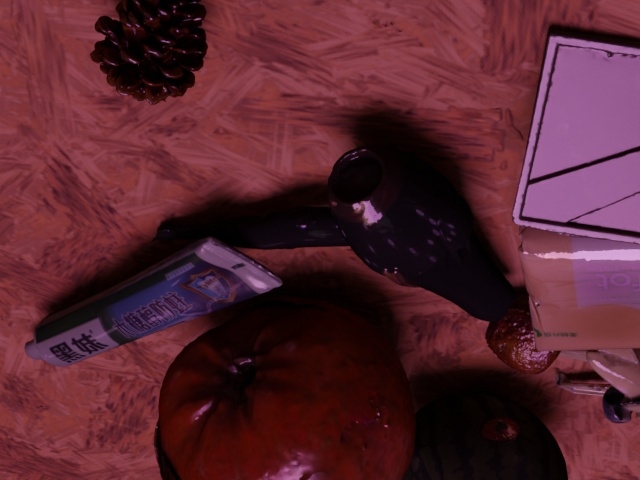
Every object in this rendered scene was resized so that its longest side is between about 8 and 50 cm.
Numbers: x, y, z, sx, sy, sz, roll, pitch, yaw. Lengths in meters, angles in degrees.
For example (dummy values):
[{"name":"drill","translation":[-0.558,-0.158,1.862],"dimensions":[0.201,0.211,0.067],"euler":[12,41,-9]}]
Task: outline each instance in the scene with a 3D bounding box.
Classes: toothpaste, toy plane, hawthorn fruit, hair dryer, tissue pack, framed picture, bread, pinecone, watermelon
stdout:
[{"name":"toothpaste","translation":[-0.197,0.073,1.878],"dimensions":[0.099,0.061,0.392],"euler":[32,145,-30]},{"name":"toy plane","translation":[0.370,0.158,1.887],"dimensions":[0.256,0.104,0.242],"euler":[35,152,-23]},{"name":"hawthorn fruit","translation":[-0.014,0.203,1.895],"dimensions":[0.276,0.276,0.307],"euler":[-13,154,27]},{"name":"hair dryer","translation":[0.000,0.000,1.771],"dimensions":[0.359,0.120,0.303],"euler":[0,159,29]},{"name":"tissue pack","translation":[0.306,0.028,1.713],"dimensions":[0.222,0.090,0.186],"euler":[0,140,12]},{"name":"framed picture","translation":[0.309,-0.079,1.561],"dimensions":[0.260,0.023,0.189],"euler":[8,118,1]},{"name":"bread","translation":[0.210,0.100,1.843],"dimensions":[0.085,0.053,0.085],"euler":[22,131,27]},{"name":"pinecone","translation":[-0.143,-0.179,1.532],"dimensions":[0.102,0.102,0.109],"euler":[16,116,-11]},{"name":"watermelon","translation":[0.172,0.270,1.980],"dimensions":[0.212,0.212,0.212],"euler":[6,144,4]}]
